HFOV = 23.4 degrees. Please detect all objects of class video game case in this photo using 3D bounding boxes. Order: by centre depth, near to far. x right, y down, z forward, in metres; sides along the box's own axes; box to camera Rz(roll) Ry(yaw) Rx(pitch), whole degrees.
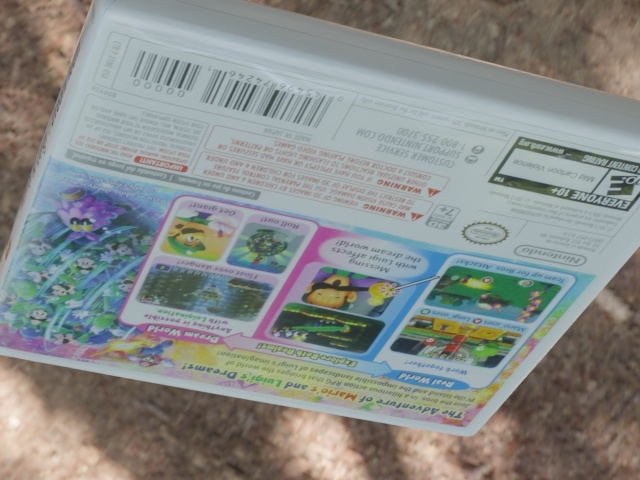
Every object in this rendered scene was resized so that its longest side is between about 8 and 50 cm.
[{"bbox_3d":[0.000,0.000,0.414,0.157,0.019,0.143,12,140,-17],"label":"video game case"}]
